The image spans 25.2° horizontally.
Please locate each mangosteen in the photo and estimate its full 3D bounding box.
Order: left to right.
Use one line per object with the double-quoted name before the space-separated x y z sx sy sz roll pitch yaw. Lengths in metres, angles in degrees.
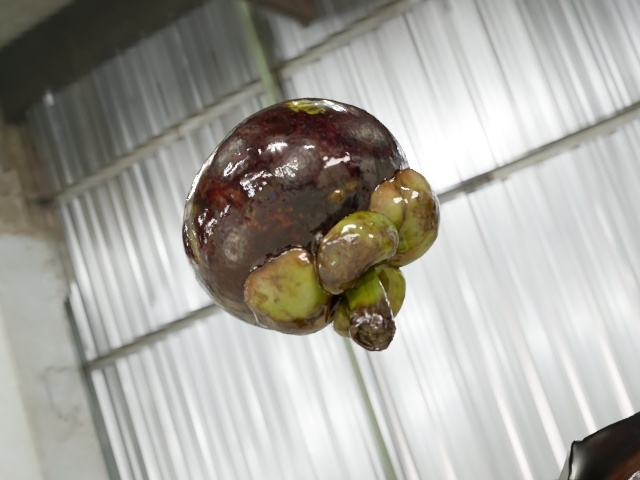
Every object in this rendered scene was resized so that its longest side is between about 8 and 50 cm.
"mangosteen" 0.000 0.000 1.099 0.192 0.217 0.192 -28 -30 -18

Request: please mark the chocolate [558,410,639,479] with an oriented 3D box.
"chocolate" 0.343 0.317 0.989 0.383 0.384 0.331 -18 7 -2
